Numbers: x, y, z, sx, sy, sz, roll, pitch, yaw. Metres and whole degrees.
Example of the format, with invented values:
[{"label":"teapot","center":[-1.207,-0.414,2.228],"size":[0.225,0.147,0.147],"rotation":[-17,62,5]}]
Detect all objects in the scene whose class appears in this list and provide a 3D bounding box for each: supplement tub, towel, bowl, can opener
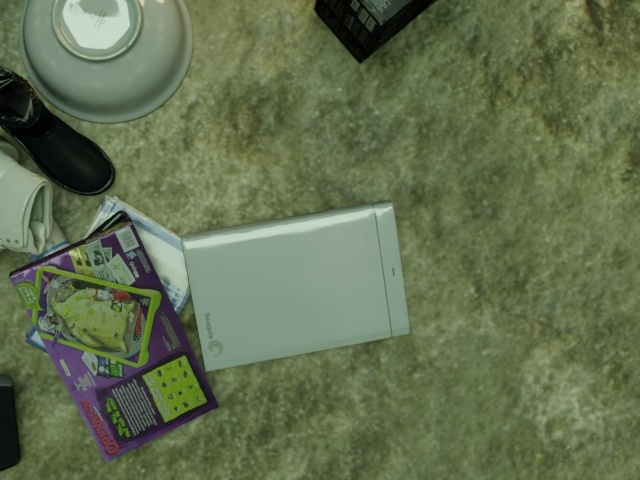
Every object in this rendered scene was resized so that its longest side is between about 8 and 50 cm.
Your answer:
[{"label":"supplement tub","center":[-0.466,-0.012,1.585],"size":[0.071,0.071,0.107],"rotation":[-34,90,-6]},{"label":"towel","center":[-0.337,0.092,1.610],"size":[0.209,0.034,0.285],"rotation":[30,85,-3]},{"label":"bowl","center":[-0.359,-0.351,1.586],"size":[0.298,0.134,0.297],"rotation":[0,86,-6]},{"label":"can opener","center":[-0.379,0.023,1.568],"size":[0.186,0.073,0.059],"rotation":[-51,49,-3]}]

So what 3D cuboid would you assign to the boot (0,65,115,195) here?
[{"label":"boot","center":[-0.444,-0.170,1.529],"size":[0.246,0.207,0.094],"rotation":[40,84,-2]}]

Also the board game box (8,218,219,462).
[{"label":"board game box","center":[-0.327,0.162,1.548],"size":[0.208,0.056,0.346],"rotation":[-26,106,-14]}]

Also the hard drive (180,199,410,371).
[{"label":"hard drive","center":[-0.038,0.075,1.607],"size":[0.353,0.047,0.232],"rotation":[-10,103,-6]}]

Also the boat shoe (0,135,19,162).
[{"label":"boat shoe","center":[-0.655,-0.102,1.554],"size":[0.324,0.116,0.096],"rotation":[-28,57,-14]}]

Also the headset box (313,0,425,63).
[{"label":"headset box","center":[0.145,-0.454,1.582],"size":[0.283,0.246,0.131],"rotation":[-41,91,-6]}]

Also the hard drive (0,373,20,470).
[{"label":"hard drive","center":[-0.587,0.301,1.490],"size":[0.255,0.054,0.171],"rotation":[-4,85,-47]}]

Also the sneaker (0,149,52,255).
[{"label":"sneaker","center":[-0.524,0.006,1.513],"size":[0.169,0.108,0.292],"rotation":[29,109,11]}]
